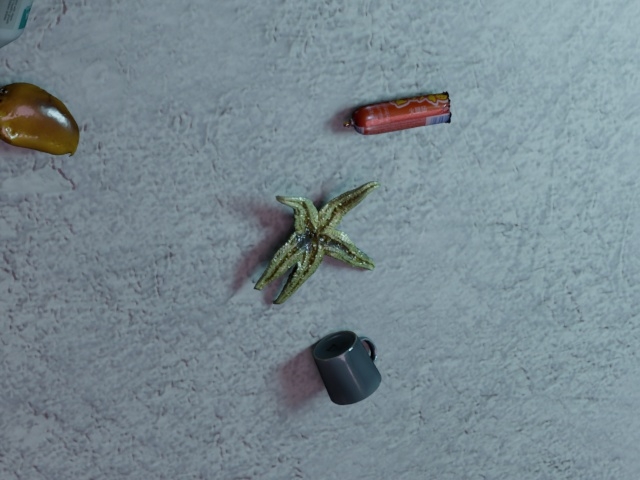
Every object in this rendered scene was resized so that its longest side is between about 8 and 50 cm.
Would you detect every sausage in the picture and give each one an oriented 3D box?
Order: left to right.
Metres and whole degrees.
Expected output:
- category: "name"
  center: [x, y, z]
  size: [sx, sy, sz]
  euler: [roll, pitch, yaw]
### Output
- category: "sausage"
  center: [0.099, -0.165, 2.099]
  size: [0.145, 0.050, 0.048]
  euler: [-11, 134, -12]

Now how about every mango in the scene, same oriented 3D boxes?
- category: "mango"
  center: [-0.344, -0.145, 1.928]
  size: [0.127, 0.063, 0.077]
  euler: [27, 96, -34]

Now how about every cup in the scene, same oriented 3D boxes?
- category: "cup"
  center: [0.041, 0.167, 2.213]
  size: [0.100, 0.078, 0.077]
  euler: [-46, 122, -37]

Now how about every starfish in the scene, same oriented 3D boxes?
- category: "starfish"
  center: [-0.001, -0.001, 2.130]
  size: [0.223, 0.050, 0.217]
  euler: [-43, 127, 15]

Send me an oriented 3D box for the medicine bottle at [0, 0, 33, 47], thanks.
- category: "medicine bottle"
  center: [-0.392, -0.284, 1.805]
  size: [0.135, 0.135, 0.215]
  euler: [13, 108, -25]
